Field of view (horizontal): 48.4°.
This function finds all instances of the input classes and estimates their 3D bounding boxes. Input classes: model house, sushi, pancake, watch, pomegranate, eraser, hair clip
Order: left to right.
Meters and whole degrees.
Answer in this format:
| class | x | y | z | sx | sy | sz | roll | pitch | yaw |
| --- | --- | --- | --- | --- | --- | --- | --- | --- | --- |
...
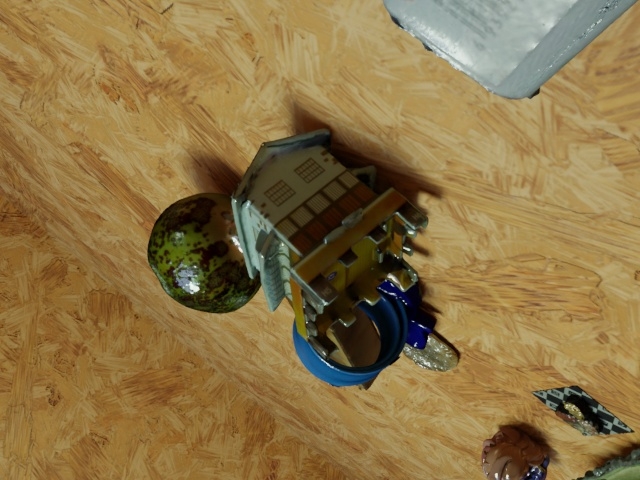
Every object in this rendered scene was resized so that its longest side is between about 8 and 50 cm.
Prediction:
| class | x | y | z | sx | sy | sz | roll | pitch | yaw |
| --- | --- | --- | --- | --- | --- | --- | --- | --- | --- |
| pomegranate | -0.166 | -0.006 | 1.205 | 0.204 | 0.222 | 0.276 | 41 | 125 | 9 |
| model house | 0.000 | 0.000 | 0.951 | 0.215 | 0.198 | 0.224 | 42 | 161 | 23 |
| watch | 0.061 | 0.132 | 1.111 | 0.196 | 0.200 | 0.171 | 35 | 154 | 14 |
| pancake | 0.181 | 0.188 | 1.260 | 0.139 | 0.022 | 0.139 | 30 | 155 | 16 |
| eraser | 0.148 | -0.212 | 0.502 | 0.174 | 0.081 | 0.227 | 35 | 156 | -3 |
| sushi | 0.401 | 0.279 | 1.115 | 0.120 | 0.026 | 0.126 | 38 | 157 | -3 |
| hair clip | 0.495 | 0.384 | 1.109 | 0.138 | 0.091 | 0.321 | 42 | 146 | 10 |

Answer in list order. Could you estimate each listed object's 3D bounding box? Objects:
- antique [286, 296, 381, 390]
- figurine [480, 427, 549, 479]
| class | x | y | z | sx | sy | sz | roll | pitch | yaw |
| --- | --- | --- | --- | --- | --- | --- | --- | --- | --- |
| antique | 0.035 | 0.163 | 1.340 | 0.093 | 0.087 | 0.310 | 21 | 152 | 37 |
| figurine | 0.343 | 0.396 | 1.297 | 0.126 | 0.114 | 0.157 | -3 | 152 | 34 |
